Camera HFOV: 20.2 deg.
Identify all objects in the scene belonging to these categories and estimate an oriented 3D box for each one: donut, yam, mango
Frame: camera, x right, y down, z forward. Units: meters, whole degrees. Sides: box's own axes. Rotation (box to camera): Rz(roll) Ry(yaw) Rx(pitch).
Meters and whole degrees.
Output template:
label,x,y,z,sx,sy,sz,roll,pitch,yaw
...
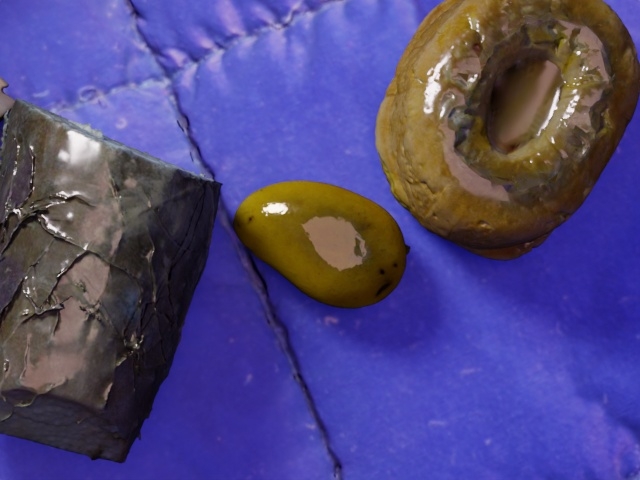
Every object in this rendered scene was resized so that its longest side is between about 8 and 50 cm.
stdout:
label,x,y,z,sx,sy,sz,roll,pitch,yaw
donut,0.168,-0.119,1.618,0.208,0.128,0.261,26,81,-8
yam,-0.207,0.038,1.513,0.202,0.201,0.271,18,90,-9
mango,0.000,0.000,1.609,0.161,0.076,0.103,22,90,-1

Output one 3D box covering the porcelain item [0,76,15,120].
label,x,y,z,sx,sy,sz,roll,pitch,yaw
porcelain item,-0.363,-0.171,1.555,0.084,0.054,0.213,-44,96,-12
